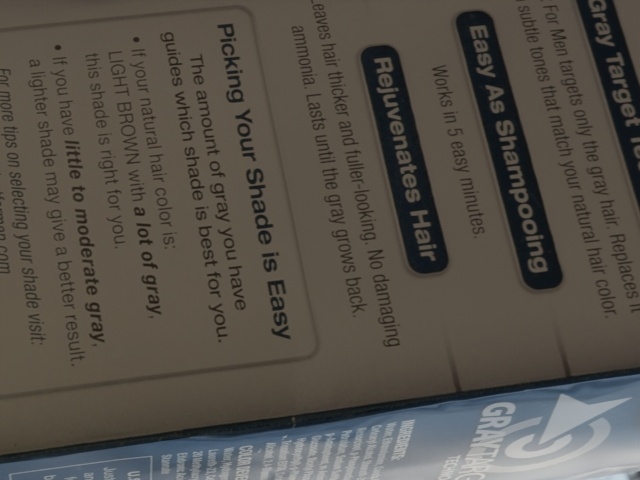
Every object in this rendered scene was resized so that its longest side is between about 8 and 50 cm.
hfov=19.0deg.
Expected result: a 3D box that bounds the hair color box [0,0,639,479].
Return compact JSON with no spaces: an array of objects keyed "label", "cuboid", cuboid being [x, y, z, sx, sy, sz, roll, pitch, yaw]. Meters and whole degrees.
[{"label":"hair color box","cuboid":[0.000,0.000,0.653,0.347,0.105,0.174,-7,-117,-9]}]
